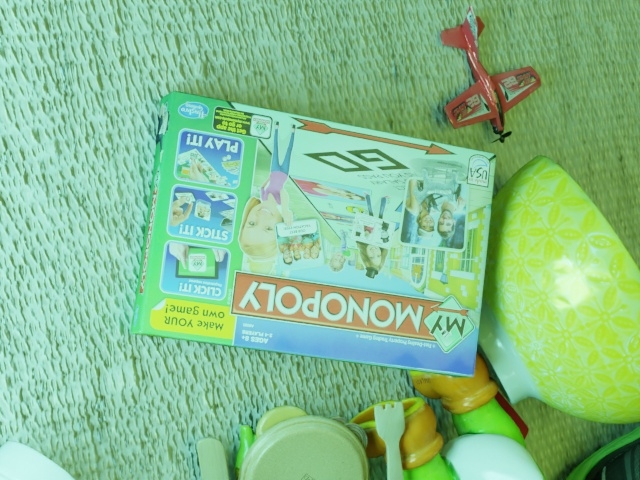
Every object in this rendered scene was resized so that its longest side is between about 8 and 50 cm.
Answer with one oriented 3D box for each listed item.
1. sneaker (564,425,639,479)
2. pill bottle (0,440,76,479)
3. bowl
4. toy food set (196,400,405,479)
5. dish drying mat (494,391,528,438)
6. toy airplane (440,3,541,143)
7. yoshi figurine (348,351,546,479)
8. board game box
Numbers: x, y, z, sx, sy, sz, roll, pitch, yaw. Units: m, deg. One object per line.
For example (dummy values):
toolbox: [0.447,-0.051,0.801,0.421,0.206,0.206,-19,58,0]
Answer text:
sneaker: [0.467,0.224,1.584,0.483,0.202,0.185,-45,116,-30]
pill bottle: [-0.269,0.261,1.054,0.208,0.119,0.119,-51,118,-27]
bowl: [0.228,0.076,1.395,0.156,0.289,0.289,-31,111,0]
toy food set: [-0.017,0.212,1.281,0.192,0.038,0.132,-8,106,-12]
dish drying mat: [0.194,0.187,1.493,0.083,0.008,0.032,48,61,-26]
toy airplane: [0.169,-0.173,1.468,0.151,0.028,0.151,2,87,-40]
yoshi figurine: [0.169,0.294,1.402,0.362,0.203,0.203,57,16,-6]
board game box: [0.000,0.000,1.261,0.317,0.046,0.214,9,82,-20]
